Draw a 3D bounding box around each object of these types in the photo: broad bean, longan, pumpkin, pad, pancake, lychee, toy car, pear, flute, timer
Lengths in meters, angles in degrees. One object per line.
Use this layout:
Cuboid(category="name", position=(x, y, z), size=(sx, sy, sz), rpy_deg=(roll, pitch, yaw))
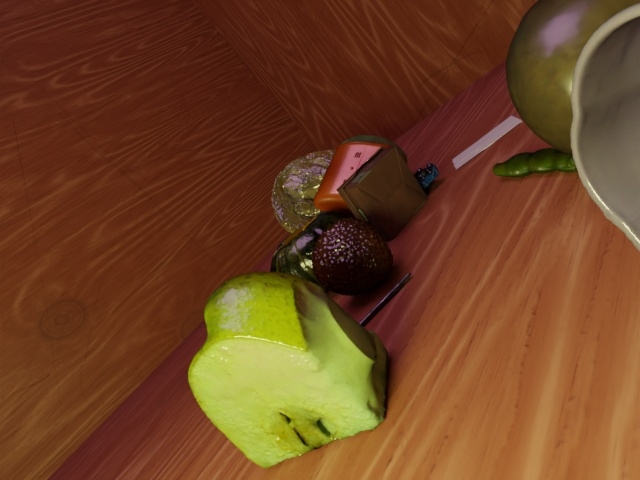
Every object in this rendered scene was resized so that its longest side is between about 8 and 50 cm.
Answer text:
Cuboid(category="broad bean", position=(0.436, -0.155, 0.826), size=(0.060, 0.043, 0.297), rpy_deg=(-51, 10, 1))
Cuboid(category="longan", position=(0.453, -0.276, 0.635), size=(0.350, 0.289, 0.288), rpy_deg=(-36, 7, -20))
Cuboid(category="pumpkin", position=(-0.008, 0.041, 1.263), size=(0.320, 0.192, 0.320), rpy_deg=(-37, 7, 5))
Cuboid(category="pad", position=(0.520, -0.312, 1.318), size=(0.232, 0.004, 0.156), rpy_deg=(-38, 11, 24))
Cuboid(category="pancake", position=(0.006, -0.172, 1.499), size=(0.387, 0.387, 0.082), rpy_deg=(-43, -24, -7))
Cuboid(category="lychee", position=(0.074, 0.045, 0.976), size=(0.194, 0.194, 0.194), rpy_deg=(-40, 9, 8))
Cuboid(category="toy car", position=(0.330, -0.196, 1.383), size=(0.103, 0.063, 0.216), rpy_deg=(-43, 1, 0))
Cuboid(category="pear", position=(-0.065, 0.173, 0.637), size=(0.286, 0.282, 0.176), rpy_deg=(-36, 19, 28))
Cuboid(category="flute", position=(0.095, 0.161, 0.852), size=(0.269, 0.014, 0.014), rpy_deg=(-43, 9, -10))
Cuboid(category="timer", position=(0.121, -0.203, 1.397), size=(0.258, 0.249, 0.161), rpy_deg=(-66, -28, -15))

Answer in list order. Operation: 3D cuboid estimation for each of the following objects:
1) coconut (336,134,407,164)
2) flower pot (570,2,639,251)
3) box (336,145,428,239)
Cuboid(category="coconut", position=(0.196, -0.284, 1.681), size=(0.328, 0.281, 0.328), rpy_deg=(-32, -16, -10))
Cuboid(category="flower pot", position=(0.380, -0.105, 0.298), size=(0.243, 0.265, 0.265), rpy_deg=(-27, 9, -3))
Cuboid(category="box", position=(0.189, -0.138, 1.227), size=(0.215, 0.215, 0.086), rpy_deg=(-45, 19, -25))
